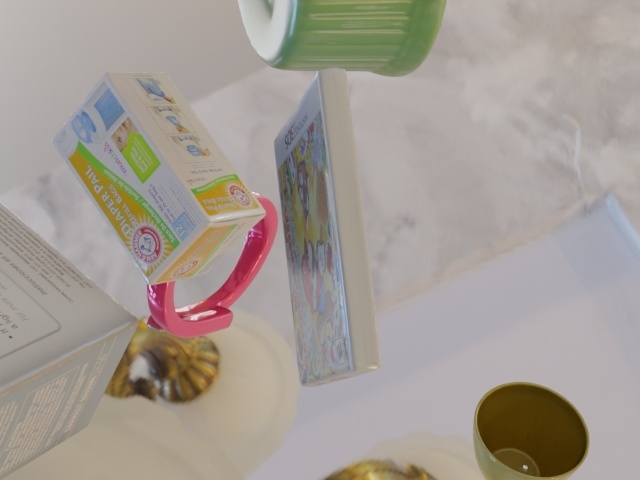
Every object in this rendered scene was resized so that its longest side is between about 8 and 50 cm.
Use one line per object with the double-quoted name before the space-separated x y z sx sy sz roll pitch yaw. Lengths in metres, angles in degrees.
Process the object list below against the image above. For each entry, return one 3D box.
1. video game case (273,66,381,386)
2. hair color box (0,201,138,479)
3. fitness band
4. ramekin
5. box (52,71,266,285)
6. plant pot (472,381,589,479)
"video game case" 0.000 0.000 0.929 0.026 0.206 0.227 -5 -99 -13
"hair color box" -0.301 0.088 0.671 0.185 0.374 0.113 38 -61 14
"fitness band" -0.148 0.029 1.585 0.054 0.291 0.209 26 -77 20
"ramekin" 0.007 -0.313 1.165 0.148 0.303 0.303 -7 -126 -16
"box" -0.172 -0.068 1.224 0.114 0.103 0.203 -45 -107 28
"plant pot" 0.234 0.247 1.340 0.134 0.095 0.134 6 -135 -6
